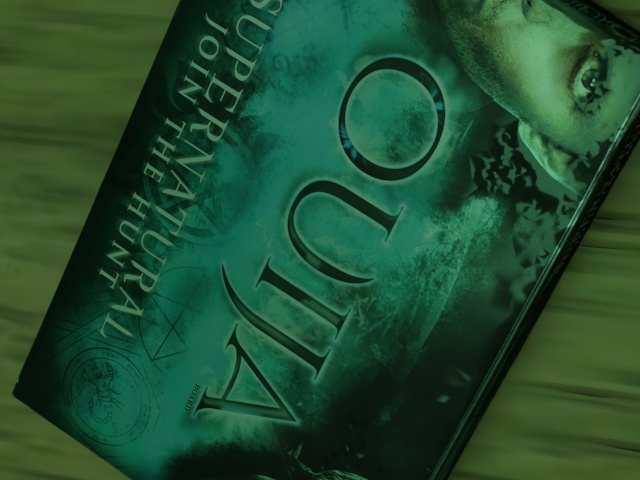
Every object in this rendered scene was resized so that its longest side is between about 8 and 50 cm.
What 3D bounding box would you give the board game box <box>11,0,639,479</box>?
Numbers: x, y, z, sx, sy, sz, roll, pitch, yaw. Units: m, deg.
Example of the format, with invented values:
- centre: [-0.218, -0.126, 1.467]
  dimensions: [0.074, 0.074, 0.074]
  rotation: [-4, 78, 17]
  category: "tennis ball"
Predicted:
- centre: [0.000, 0.000, 0.476]
  dimensions: [0.126, 0.026, 0.186]
  rotation: [32, 114, 16]
  category: "board game box"
